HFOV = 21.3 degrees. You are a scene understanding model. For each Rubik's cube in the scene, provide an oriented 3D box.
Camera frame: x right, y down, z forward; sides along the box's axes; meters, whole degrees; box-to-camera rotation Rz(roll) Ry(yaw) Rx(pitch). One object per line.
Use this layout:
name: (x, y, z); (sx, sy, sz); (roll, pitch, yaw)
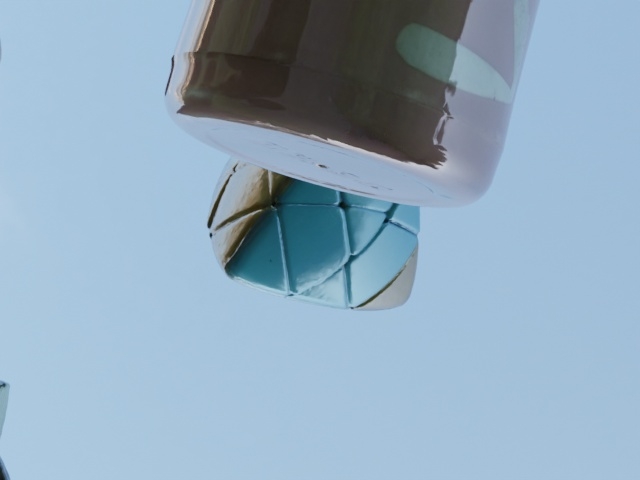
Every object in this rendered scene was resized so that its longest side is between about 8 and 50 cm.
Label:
Rubik's cube: (0.000, 0.000, 1.677); (0.254, 0.254, 0.254); (3, -84, 34)

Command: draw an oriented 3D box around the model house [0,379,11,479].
model house: (-0.287, 0.181, 1.083); (0.218, 0.205, 0.278); (-22, -94, -1)

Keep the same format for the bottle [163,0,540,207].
bottle: (0.042, -0.178, 0.847); (0.173, 0.206, 0.296); (17, -96, -1)
